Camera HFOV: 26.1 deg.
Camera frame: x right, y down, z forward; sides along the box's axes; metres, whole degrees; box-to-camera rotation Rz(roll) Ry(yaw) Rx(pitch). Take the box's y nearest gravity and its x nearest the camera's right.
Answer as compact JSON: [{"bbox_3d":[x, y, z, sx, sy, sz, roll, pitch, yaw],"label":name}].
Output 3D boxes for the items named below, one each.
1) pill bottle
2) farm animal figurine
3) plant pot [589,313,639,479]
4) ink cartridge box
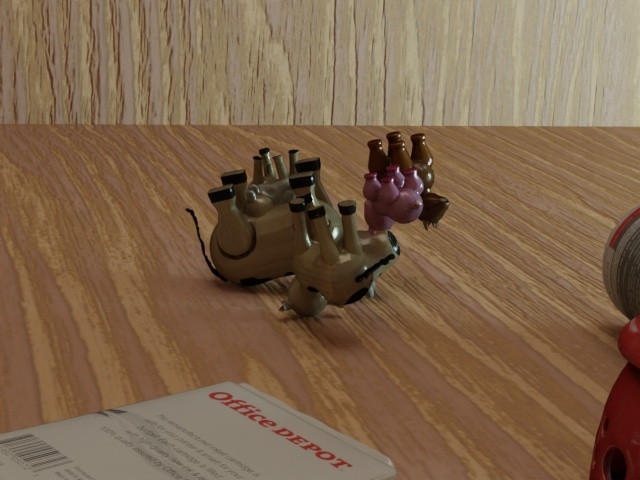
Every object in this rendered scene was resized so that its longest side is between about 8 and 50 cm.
[{"bbox_3d":[0.420,0.059,1.474,0.161,0.161,0.283,1,15,-8],"label":"pill bottle"},{"bbox_3d":[0.000,0.000,1.642,0.327,0.172,0.330,-3,18,27],"label":"farm animal figurine"},{"bbox_3d":[0.316,0.149,1.097,0.191,0.174,0.191,4,13,-1],"label":"plant pot"},{"bbox_3d":[-0.117,0.199,0.913,0.283,0.117,0.207,-9,19,-38],"label":"ink cartridge box"}]
